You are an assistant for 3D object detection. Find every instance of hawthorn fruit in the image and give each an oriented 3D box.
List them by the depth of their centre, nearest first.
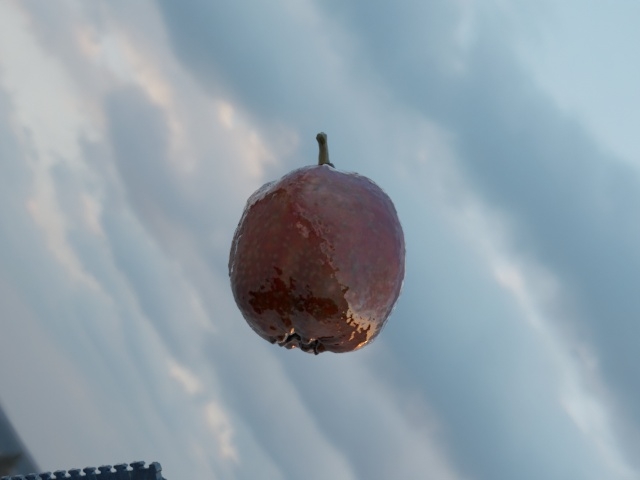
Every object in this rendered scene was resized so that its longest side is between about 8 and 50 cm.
[{"bbox_3d":[0.000,0.000,1.420,0.205,0.253,0.205,10,-16,3],"label":"hawthorn fruit"}]

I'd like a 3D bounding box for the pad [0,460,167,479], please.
[{"bbox_3d":[-0.186,0.323,1.121,0.269,0.012,0.270,-16,-81,39],"label":"pad"}]
